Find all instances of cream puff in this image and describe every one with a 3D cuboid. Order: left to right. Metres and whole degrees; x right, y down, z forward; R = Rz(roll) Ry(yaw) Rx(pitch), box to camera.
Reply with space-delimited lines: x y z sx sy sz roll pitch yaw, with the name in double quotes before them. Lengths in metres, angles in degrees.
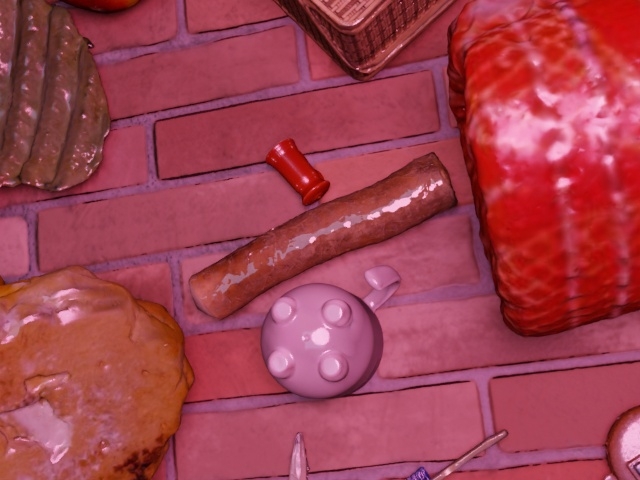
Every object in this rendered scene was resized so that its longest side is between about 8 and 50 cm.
"cream puff" -0.331 0.160 0.846 0.324 0.257 0.291 -18 114 -27

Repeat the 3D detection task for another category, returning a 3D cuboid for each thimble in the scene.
"thimble" 0.258 -0.090 0.714 0.230 0.350 0.350 -13 78 10

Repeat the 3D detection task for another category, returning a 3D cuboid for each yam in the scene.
"yam" 0.000 0.000 0.881 0.356 0.081 0.081 -28 76 6

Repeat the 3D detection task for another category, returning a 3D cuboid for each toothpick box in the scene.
"toothpick box" -0.028 -0.086 0.916 0.047 0.047 0.083 -41 76 2

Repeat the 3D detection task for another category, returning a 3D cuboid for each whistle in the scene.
"whistle" 0.400 0.207 0.771 0.220 0.057 0.107 -33 75 2

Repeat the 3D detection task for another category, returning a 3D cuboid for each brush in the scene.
"brush" 0.137 0.264 0.827 0.178 0.033 0.030 -36 61 3

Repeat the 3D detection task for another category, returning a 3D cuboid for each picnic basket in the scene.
"picnic basket" 0.026 -0.389 0.893 0.228 0.175 0.313 -43 75 1

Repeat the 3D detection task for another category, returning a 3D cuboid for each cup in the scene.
"cup" 0.018 0.110 0.822 0.173 0.142 0.134 -14 77 8

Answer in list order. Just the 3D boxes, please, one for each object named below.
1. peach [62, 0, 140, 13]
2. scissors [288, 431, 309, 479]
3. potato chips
"peach" -0.319 -0.424 0.966 0.190 0.196 0.226 -34 75 -31
"scissors" -0.034 0.380 0.846 0.109 0.022 0.300 1 79 8
"potato chips" -0.496 -0.200 1.006 0.373 0.097 0.389 -23 78 5
